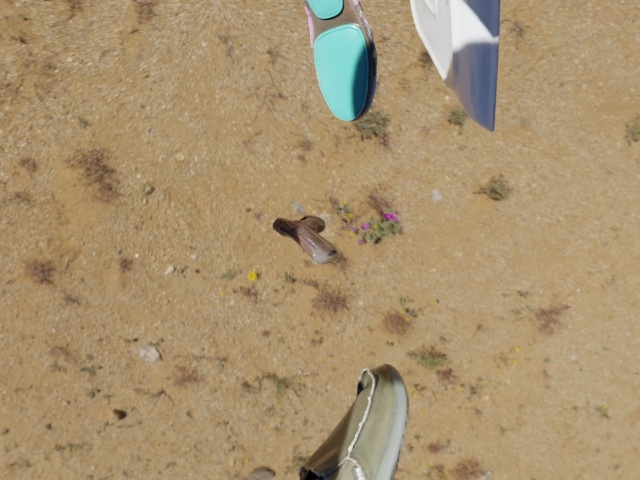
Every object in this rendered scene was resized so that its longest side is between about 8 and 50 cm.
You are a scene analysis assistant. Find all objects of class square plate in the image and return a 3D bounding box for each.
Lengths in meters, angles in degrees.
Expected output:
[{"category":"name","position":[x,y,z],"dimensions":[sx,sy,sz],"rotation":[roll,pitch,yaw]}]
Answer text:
[{"category":"square plate","position":[0.162,-0.373,0.699],"dimensions":[0.049,0.344,0.347],"rotation":[-13,136,6]}]

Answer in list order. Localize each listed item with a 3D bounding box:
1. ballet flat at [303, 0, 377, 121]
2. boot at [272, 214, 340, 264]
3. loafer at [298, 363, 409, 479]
[{"category":"ballet flat","position":[0.021,-0.247,0.580],"dimensions":[0.077,0.079,0.221],"rotation":[-5,122,28]},{"category":"boot","position":[0.000,0.000,0.769],"dimensions":[0.106,0.114,0.037],"rotation":[-5,117,-43]},{"category":"loafer","position":[0.026,0.220,0.506],"dimensions":[0.087,0.251,0.094],"rotation":[17,131,4]}]
